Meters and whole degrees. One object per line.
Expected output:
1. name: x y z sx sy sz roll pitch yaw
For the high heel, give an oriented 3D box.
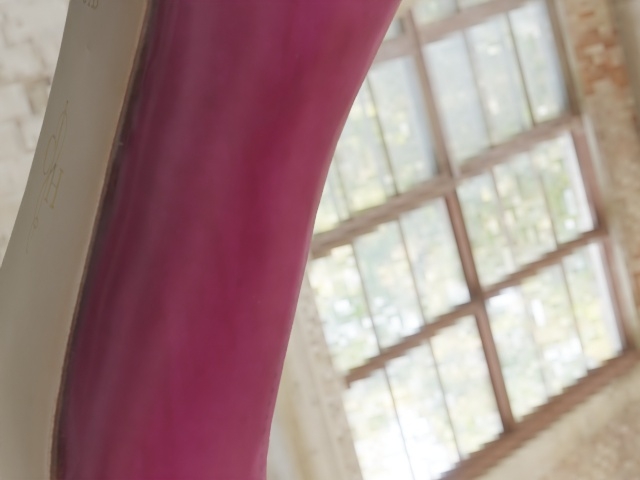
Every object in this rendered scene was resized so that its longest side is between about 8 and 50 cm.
1. high heel: 0.000 0.000 0.459 0.181 0.377 0.127 -16 -148 -14
